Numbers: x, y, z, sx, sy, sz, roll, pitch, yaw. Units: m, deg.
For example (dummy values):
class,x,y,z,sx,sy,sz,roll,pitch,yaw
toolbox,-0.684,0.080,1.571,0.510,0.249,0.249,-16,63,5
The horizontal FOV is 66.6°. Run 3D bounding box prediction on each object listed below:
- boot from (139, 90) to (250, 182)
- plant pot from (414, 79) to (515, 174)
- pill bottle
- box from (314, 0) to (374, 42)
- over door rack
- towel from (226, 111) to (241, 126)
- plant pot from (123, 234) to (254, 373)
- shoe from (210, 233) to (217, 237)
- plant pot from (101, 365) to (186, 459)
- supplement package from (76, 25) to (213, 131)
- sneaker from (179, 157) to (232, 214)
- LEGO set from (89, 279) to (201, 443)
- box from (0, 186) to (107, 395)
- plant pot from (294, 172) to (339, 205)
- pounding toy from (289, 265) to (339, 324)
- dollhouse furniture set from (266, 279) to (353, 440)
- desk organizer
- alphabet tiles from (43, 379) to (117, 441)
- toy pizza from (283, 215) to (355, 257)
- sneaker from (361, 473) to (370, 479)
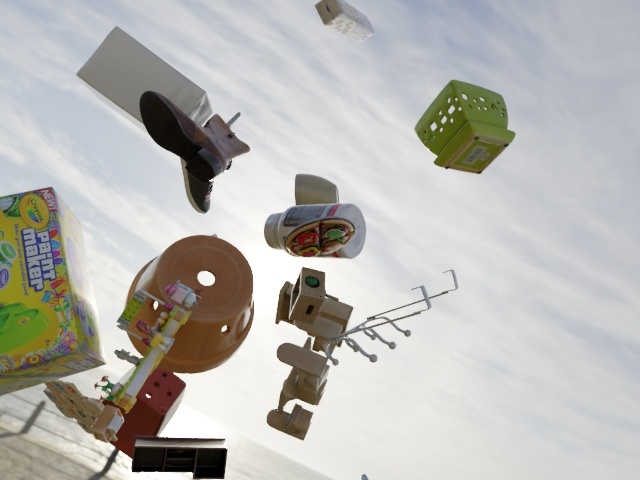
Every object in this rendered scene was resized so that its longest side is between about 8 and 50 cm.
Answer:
class,x,y,z,sx,sy,sz,roll,pitch,yaw
boot,-0.315,-0.303,1.287,0.264,0.280,0.096,43,-62,-11
plant pot,0.477,-0.352,1.595,0.227,0.207,0.228,6,-35,-26
pill bottle,-0.027,-0.030,1.586,0.318,0.176,0.176,1,-33,35
box,0.080,-0.656,1.452,0.063,0.324,0.067,-24,-89,25
over door rack,0.192,0.209,1.233,0.324,0.239,0.108,-37,-103,30
towel,-0.392,-0.471,2.066,0.023,0.113,0.152,41,-36,-9
plant pot,-0.265,0.121,1.061,0.291,0.291,0.203,29,-38,-8
shoe,-0.446,0.055,1.853,0.081,0.178,0.063,51,-4,2
plant pot,-0.662,0.605,1.827,0.267,0.267,0.236,39,-64,-5
supplement package,-0.475,-0.405,1.353,0.293,0.175,0.177,36,-7,-3
sneaker,-0.356,-0.206,1.575,0.146,0.105,0.296,3,-53,7
LEGO set,-0.330,0.191,0.852,0.107,0.287,0.132,33,-14,-10
box,-0.546,0.100,0.819,0.279,0.290,0.177,-15,-18,-15
plant pot,-0.007,-0.195,2.386,0.190,0.284,0.284,-5,-29,7
pounding toy,-0.018,0.153,1.355,0.100,0.130,0.141,15,-51,-11
dollhouse furniture set,-0.080,0.351,1.577,0.256,0.394,0.362,19,-49,10
desk organizer,-0.199,0.309,0.692,0.130,0.047,0.050,8,-10,-16
alphabet tiles,-0.766,0.537,1.559,0.284,0.021,0.278,-1,-55,31
toy pizza,0.000,0.000,1.311,0.201,0.032,0.201,-12,-28,-6
sneaker,0.138,0.588,1.144,0.069,0.098,0.038,-20,-45,-3
